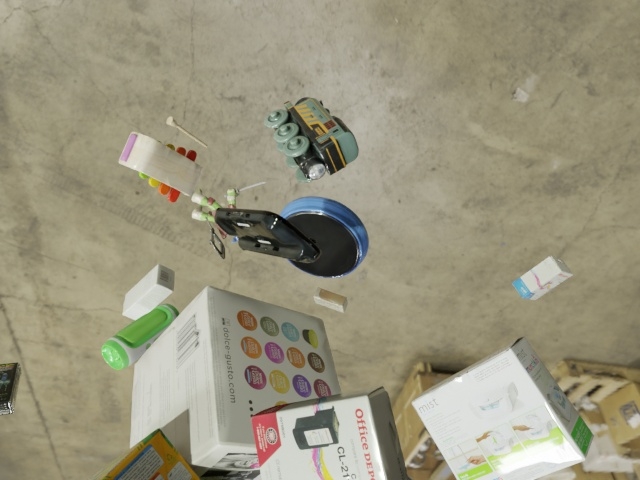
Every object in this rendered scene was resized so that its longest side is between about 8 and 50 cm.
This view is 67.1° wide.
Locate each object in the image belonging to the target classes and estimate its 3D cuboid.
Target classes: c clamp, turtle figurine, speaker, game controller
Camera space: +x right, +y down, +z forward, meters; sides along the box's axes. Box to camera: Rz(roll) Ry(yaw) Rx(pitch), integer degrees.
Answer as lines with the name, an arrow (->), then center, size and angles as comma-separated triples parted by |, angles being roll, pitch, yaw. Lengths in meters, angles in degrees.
c clamp -> -0.400, 0.000, 1.823 | 0.022, 0.161, 0.137 | -29, 122, 1
turtle figurine -> -0.376, -0.128, 1.989 | 0.266, 0.275, 0.198 | 21, 164, 10
speaker -> -0.668, 0.357, 1.823 | 0.131, 0.296, 0.131 | 13, 119, 25
game controller -> -0.134, -0.018, 1.136 | 0.319, 0.067, 0.166 | 7, 143, 53

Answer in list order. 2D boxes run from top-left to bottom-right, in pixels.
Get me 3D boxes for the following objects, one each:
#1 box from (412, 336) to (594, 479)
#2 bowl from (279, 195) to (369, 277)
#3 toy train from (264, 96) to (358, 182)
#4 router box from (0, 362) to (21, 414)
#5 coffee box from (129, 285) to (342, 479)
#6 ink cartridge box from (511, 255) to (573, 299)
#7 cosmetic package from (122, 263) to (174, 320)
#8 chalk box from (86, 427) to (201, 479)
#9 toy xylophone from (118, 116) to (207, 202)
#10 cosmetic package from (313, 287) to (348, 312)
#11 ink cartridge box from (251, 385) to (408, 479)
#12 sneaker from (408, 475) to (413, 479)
box -> 0.365, 0.368, 0.999 | 0.262, 0.231, 0.126 | -42, 158, 30
bowl -> 0.000, 0.000, 1.960 | 0.391, 0.077, 0.391 | 12, 133, 13
toy train -> -0.031, -0.297, 1.374 | 0.190, 0.334, 0.142 | -29, 135, -2
router box -> -0.614, 0.272, 0.865 | 0.122, 0.092, 0.038 | -2, 126, -21
coffee box -> -0.182, 0.360, 1.058 | 0.334, 0.338, 0.338 | 23, 126, -36
ink cartridge box -> 0.579, 0.099, 1.260 | 0.088, 0.052, 0.122 | 11, 132, -43
cosmetic package -> -0.692, 0.212, 1.946 | 0.231, 0.117, 0.085 | -39, 128, 23
chalk box -> -0.347, 0.481, 0.789 | 0.289, 0.180, 0.179 | -38, 90, 23
toy xylophone -> -0.514, -0.277, 1.662 | 0.081, 0.236, 0.322 | 20, 167, 31
cosmetic package -> 0.037, 0.214, 1.729 | 0.115, 0.041, 0.060 | 18, 153, 17
ink cartridge box -> 0.010, 0.273, 0.633 | 0.175, 0.128, 0.072 | -19, 165, 22
sneaker -> 0.172, 0.720, 1.349 | 0.127, 0.182, 0.316 | 2, 137, 29
